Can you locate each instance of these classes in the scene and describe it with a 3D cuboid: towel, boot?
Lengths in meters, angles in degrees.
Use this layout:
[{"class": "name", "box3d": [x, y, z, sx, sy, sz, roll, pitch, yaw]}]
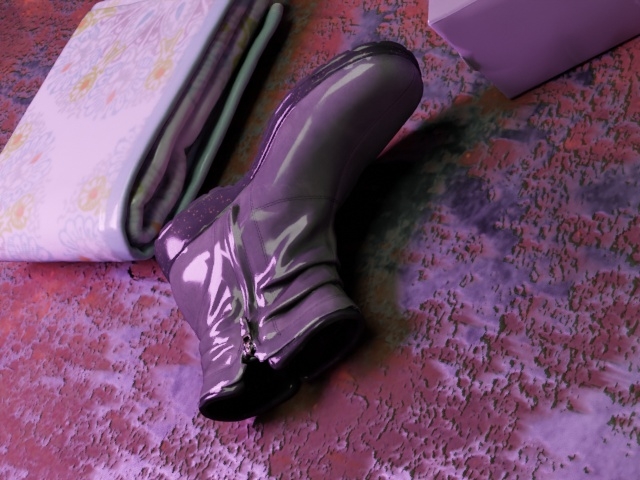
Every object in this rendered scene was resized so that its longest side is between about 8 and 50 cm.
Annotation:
[{"class": "towel", "box3d": [-0.221, -0.134, 1.909, 0.320, 0.090, 0.374, -4, 52, 49]}, {"class": "boot", "box3d": [0.000, 0.000, 1.538, 0.338, 0.118, 0.222, -47, 43, 23]}]

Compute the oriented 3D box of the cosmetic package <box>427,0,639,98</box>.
[{"class": "cosmetic package", "box3d": [0.220, -0.233, 1.469, 0.238, 0.127, 0.107, -22, 44, 34]}]
